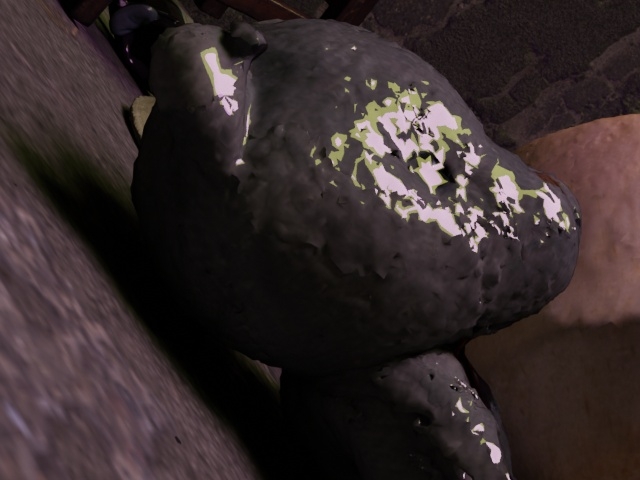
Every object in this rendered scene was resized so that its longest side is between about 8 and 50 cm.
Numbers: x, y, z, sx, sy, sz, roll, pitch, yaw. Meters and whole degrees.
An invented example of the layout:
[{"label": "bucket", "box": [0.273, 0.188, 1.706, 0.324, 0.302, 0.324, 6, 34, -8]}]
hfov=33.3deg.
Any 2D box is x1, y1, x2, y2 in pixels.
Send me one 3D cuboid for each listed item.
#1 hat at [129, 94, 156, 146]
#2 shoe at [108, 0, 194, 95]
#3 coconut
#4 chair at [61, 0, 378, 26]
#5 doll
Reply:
[{"label": "hat", "box": [0.009, -0.042, 0.719, 0.257, 0.130, 0.257, 46, 10, -10]}, {"label": "shoe", "box": [-0.151, -0.181, 0.946, 0.169, 0.071, 0.099, 58, 7, 23]}, {"label": "coconut", "box": [0.203, 0.065, 0.665, 0.328, 0.329, 0.329, 56, 1, -1]}, {"label": "chair", "box": [-0.011, -0.335, 0.818, 0.241, 0.416, 0.203, 22, 27, -44]}, {"label": "doll", "box": [0.055, 0.052, 0.452, 0.340, 0.158, 0.246, 58, 11, -7]}]
